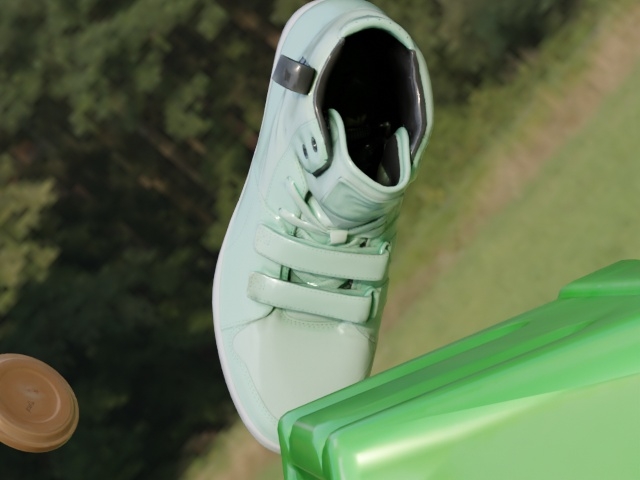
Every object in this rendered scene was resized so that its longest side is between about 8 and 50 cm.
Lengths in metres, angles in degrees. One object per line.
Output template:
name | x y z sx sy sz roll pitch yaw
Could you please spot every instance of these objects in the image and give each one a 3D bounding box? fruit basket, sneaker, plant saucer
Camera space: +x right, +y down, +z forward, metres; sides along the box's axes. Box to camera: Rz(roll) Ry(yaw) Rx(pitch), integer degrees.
fruit basket | 0.186 0.181 0.762 0.392 0.392 0.283 -49 4 -7
sneaker | 0.000 -0.001 1.046 0.151 0.094 0.255 -139 54 -80
plant saucer | -0.213 0.115 1.443 0.013 0.083 0.083 -53 -4 39
